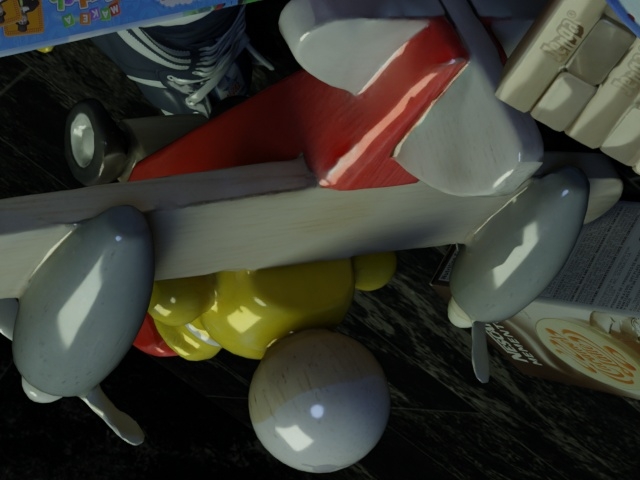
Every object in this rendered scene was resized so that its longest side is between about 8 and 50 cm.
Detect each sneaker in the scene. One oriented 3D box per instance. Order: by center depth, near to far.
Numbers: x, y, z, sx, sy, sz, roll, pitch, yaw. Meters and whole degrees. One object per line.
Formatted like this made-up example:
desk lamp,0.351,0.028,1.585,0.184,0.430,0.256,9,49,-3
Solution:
sneaker,-0.084,-0.149,1.012,0.153,0.099,0.282,46,165,-23

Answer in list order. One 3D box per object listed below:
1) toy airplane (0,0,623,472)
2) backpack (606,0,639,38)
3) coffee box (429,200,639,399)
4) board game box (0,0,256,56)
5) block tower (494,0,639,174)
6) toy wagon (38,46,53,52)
toy airplane,0.000,0.000,0.826,0.386,0.272,0.384,-12,173,8
backpack,0.213,-0.116,0.404,0.276,0.213,0.263,33,160,-3
coffee box,0.223,0.045,1.013,0.141,0.098,0.246,43,160,-32
board game box,-0.146,-0.125,0.685,0.160,0.211,0.039,17,119,51
block tower,0.248,-0.034,0.588,0.335,0.097,0.091,28,134,-4
toy wagon,-0.303,-0.282,1.091,0.267,0.068,0.344,21,160,33
